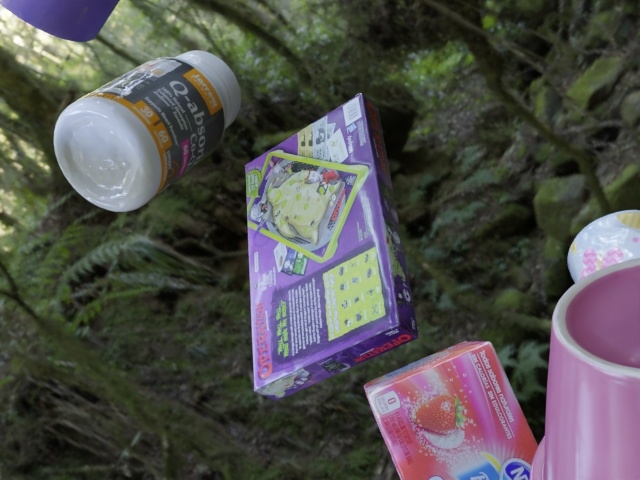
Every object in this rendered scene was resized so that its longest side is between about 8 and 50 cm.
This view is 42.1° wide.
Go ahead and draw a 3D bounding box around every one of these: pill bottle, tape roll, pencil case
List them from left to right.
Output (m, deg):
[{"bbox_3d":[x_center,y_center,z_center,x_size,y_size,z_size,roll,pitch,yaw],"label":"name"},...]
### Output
[{"bbox_3d":[-0.366,-0.361,1.125,0.080,0.189,0.189,-48,1,24],"label":"tape roll"},{"bbox_3d":[-0.233,-0.167,1.183,0.278,0.162,0.162,-51,-11,-52],"label":"pill bottle"},{"bbox_3d":[0.361,0.092,0.888,0.124,0.113,0.273,-44,37,29],"label":"pencil case"}]

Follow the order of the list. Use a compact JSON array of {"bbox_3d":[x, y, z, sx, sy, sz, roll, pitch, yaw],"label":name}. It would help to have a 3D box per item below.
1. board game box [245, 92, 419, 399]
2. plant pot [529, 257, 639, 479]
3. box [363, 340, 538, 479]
[{"bbox_3d":[0.000,0.000,1.021,0.208,0.056,0.347,-25,50,25],"label":"board game box"},{"bbox_3d":[0.224,0.116,0.520,0.201,0.201,0.180,-55,-47,-54],"label":"plant pot"},{"bbox_3d":[0.169,0.271,0.901,0.142,0.300,0.154,-23,-7,-2],"label":"box"}]
